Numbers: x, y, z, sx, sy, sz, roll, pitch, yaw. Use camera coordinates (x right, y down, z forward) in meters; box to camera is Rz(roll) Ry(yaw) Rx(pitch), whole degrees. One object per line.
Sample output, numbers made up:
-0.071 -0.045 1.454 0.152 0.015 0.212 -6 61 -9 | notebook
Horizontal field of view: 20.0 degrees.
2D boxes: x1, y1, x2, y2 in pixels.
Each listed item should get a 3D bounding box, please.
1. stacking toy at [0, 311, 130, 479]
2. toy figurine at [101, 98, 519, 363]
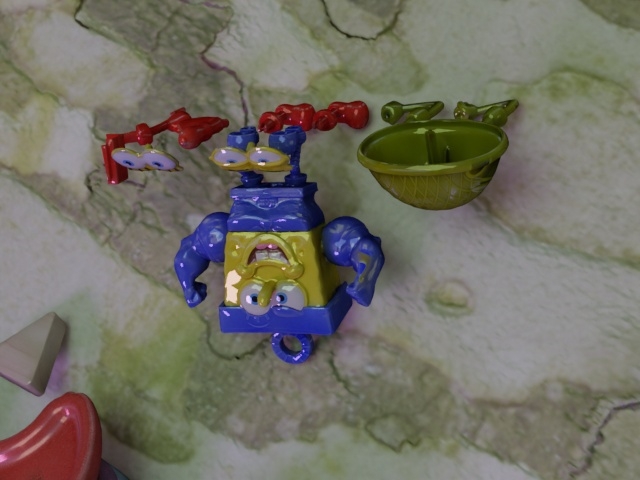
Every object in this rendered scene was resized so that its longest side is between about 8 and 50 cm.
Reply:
-0.309 0.239 1.689 0.309 0.130 0.279 -25 41 13 | stacking toy
0.000 0.000 1.601 0.363 0.191 0.217 0 106 17 | toy figurine
